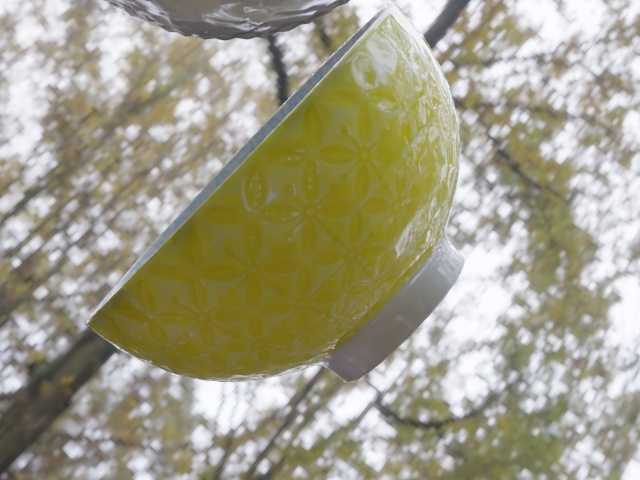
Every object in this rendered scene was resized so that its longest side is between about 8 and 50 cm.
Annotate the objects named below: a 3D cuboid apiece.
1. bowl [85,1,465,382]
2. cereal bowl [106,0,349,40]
[{"bbox_3d":[0.000,0.000,1.075,0.156,0.289,0.289,44,-46,-6],"label":"bowl"},{"bbox_3d":[-0.112,-0.202,0.603,0.141,0.339,0.339,-39,-82,2],"label":"cereal bowl"}]
